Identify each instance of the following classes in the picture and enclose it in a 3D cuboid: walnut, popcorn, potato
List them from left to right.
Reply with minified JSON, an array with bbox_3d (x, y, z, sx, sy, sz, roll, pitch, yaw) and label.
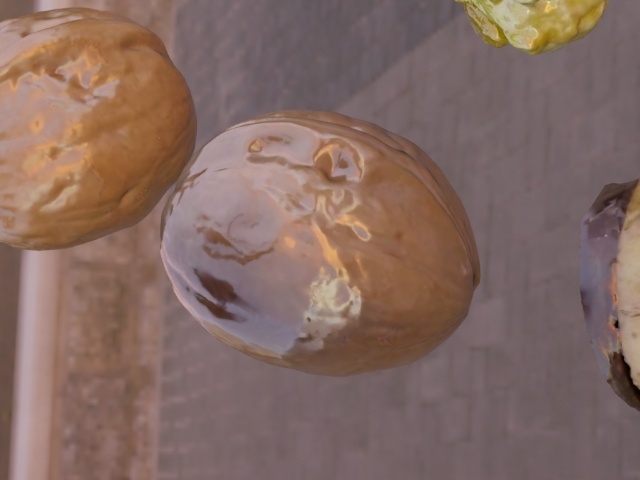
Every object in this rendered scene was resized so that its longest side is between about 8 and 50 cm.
[{"bbox_3d":[-0.156,-0.070,0.999,0.149,0.166,0.166,97,168,-50],"label":"walnut"},{"bbox_3d":[0.000,0.001,0.848,0.140,0.162,0.140,9,-90,-76],"label":"walnut"},{"bbox_3d":[0.086,-0.109,0.635,0.083,0.068,0.059,-58,39,16],"label":"popcorn"},{"bbox_3d":[0.153,0.021,0.573,0.096,0.103,0.066,61,-145,-21],"label":"potato"}]
